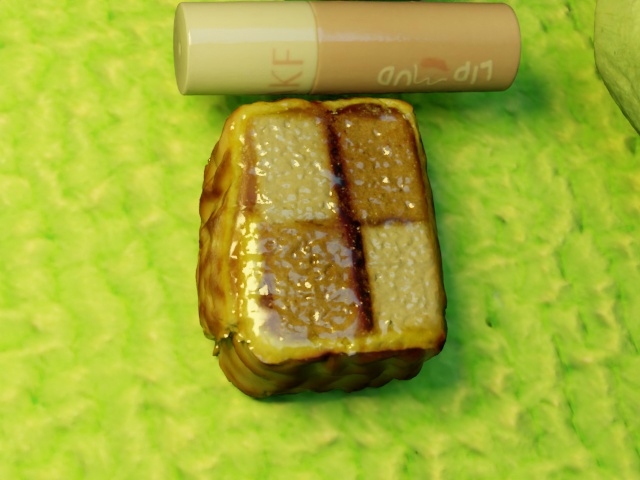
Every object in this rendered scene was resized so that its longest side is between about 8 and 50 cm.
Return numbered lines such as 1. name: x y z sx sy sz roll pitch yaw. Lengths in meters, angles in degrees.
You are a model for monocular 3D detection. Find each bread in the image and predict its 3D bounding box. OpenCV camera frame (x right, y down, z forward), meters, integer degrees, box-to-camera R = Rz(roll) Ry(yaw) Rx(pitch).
1. bread: 0.000 0.000 0.959 0.181 0.096 0.222 1 67 -17

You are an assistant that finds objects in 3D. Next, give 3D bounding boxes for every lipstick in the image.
1. lipstick: 0.020 -0.145 0.981 0.254 0.070 0.070 -3 69 -15

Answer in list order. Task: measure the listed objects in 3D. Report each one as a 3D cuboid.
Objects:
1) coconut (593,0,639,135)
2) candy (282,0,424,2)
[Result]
1. coconut: 0.389 -0.175 1.014 0.328 0.281 0.328 -3 27 1
2. candy: 0.026 -0.218 1.015 0.141 0.203 0.078 -8 34 -13
